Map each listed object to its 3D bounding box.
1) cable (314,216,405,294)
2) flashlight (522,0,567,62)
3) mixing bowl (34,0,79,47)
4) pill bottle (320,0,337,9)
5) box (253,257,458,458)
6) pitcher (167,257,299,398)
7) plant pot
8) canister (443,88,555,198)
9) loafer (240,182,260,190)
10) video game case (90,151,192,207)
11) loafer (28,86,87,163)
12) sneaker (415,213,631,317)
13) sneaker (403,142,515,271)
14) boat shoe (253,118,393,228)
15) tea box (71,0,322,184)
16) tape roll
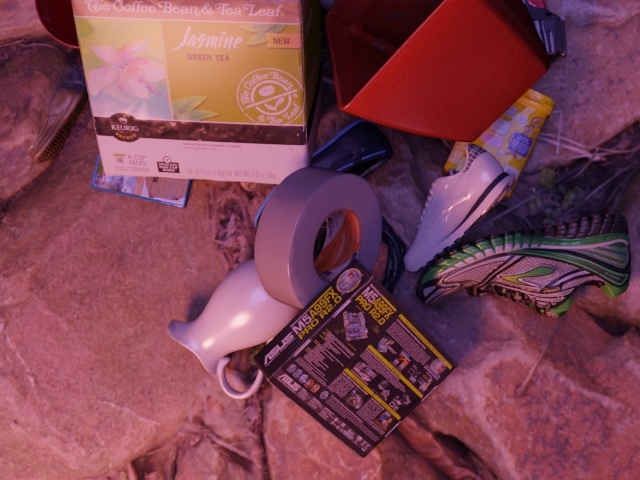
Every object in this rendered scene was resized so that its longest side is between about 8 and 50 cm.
[{"bbox_3d":[0.056,0.042,1.713,0.150,0.047,0.184,22,88,13],"label":"cable"},{"bbox_3d":[0.347,-0.442,1.707,0.103,0.103,0.304,-5,85,-31],"label":"flashlight"},{"bbox_3d":[-0.378,-0.398,1.772,0.181,0.098,0.181,-1,83,5],"label":"mixing bowl"},{"bbox_3d":[0.053,-0.453,1.715,0.245,0.136,0.136,-10,83,5],"label":"pill bottle"},{"bbox_3d":[0.059,0.185,1.597,0.216,0.270,0.060,-45,39,0],"label":"box"},{"bbox_3d":[-0.113,0.139,1.683,0.207,0.125,0.178,-38,93,11],"label":"pitcher"},{"bbox_3d":[0.187,-0.305,1.590,0.235,0.267,0.267,28,124,-28],"label":"plant pot"},{"bbox_3d":[0.285,-0.167,1.693,0.126,0.073,0.170,25,88,8],"label":"canister"},{"bbox_3d":[-0.092,-0.139,1.744,0.045,0.039,0.125,32,88,9],"label":"loafer"},{"bbox_3d":[-0.295,-0.129,1.777,0.166,0.015,0.119,12,86,7],"label":"video game case"},{"bbox_3d":[-0.452,-0.197,1.782,0.050,0.056,0.148,30,78,9],"label":"loafer"},{"bbox_3d":[0.318,0.055,1.635,0.343,0.134,0.146,-10,84,4],"label":"sneaker"},{"bbox_3d":[0.201,-0.046,1.658,0.095,0.090,0.235,45,116,9],"label":"sneaker"},{"bbox_3d":[0.006,-0.089,1.694,0.258,0.109,0.089,-44,71,2],"label":"boat shoe"},{"bbox_3d":[-0.171,-0.277,1.602,0.329,0.220,0.323,2,129,6],"label":"tea box"},{"bbox_3d":[0.000,0.000,1.588,0.072,0.219,0.219,17,85,38],"label":"tape roll"}]
